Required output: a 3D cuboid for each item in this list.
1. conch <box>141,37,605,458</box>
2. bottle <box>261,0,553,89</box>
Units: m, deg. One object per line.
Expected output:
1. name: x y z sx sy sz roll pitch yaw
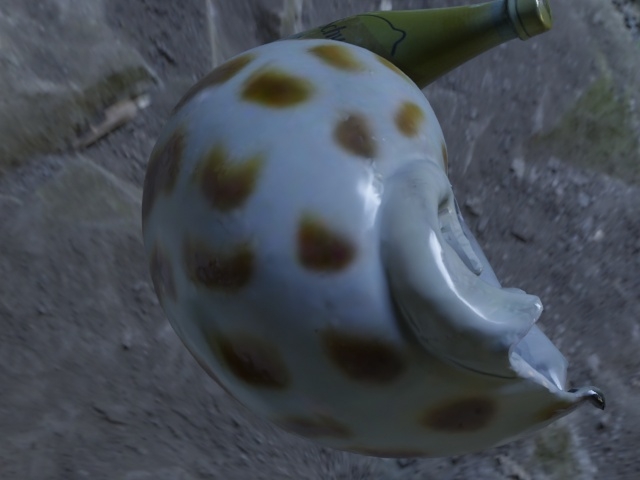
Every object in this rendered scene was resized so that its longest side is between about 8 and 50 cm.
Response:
1. conch: 0.000 0.000 0.680 0.149 0.275 0.183 -29 125 3
2. bottle: 0.056 -0.149 1.210 0.269 0.083 0.083 -16 79 25
